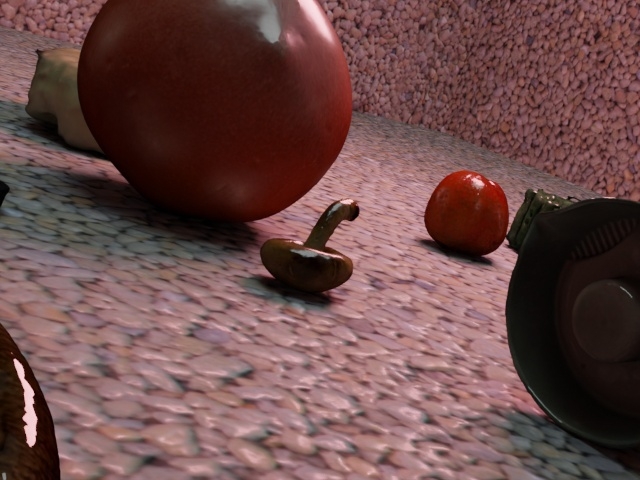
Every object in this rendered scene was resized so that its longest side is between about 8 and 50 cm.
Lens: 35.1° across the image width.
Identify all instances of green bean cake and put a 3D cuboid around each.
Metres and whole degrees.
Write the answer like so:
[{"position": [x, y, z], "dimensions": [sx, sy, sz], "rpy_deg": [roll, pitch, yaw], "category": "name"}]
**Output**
[{"position": [0.418, 0.001, 1.571], "dimensions": [0.208, 0.107, 0.193], "rpy_deg": [14, 11, -19], "category": "green bean cake"}]

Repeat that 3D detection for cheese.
[{"position": [-0.286, -0.195, 1.479], "dimensions": [0.326, 0.115, 0.318], "rpy_deg": [21, 12, 28], "category": "cheese"}]

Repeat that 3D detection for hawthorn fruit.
[{"position": [0.212, -0.038, 1.438], "dimensions": [0.128, 0.128, 0.128], "rpy_deg": [16, 12, -3], "category": "hawthorn fruit"}]

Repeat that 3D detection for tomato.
[{"position": [-0.111, -0.179, 1.148], "dimensions": [0.321, 0.321, 0.321], "rpy_deg": [16, 12, -3], "category": "tomato"}]

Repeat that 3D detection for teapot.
[{"position": [0.357, 0.080, 0.887], "dimensions": [0.344, 0.253, 0.300], "rpy_deg": [-2, 53, -39], "category": "teapot"}]

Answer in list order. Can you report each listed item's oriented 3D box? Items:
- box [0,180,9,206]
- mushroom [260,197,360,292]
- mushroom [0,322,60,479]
[{"position": [-0.384, -0.068, 0.879], "dimensions": [0.201, 0.042, 0.212], "rpy_deg": [23, 6, 2], "category": "box"}, {"position": [0.002, 0.010, 1.004], "dimensions": [0.088, 0.073, 0.129], "rpy_deg": [9, 38, 45], "category": "mushroom"}, {"position": [-0.185, 0.089, 0.304], "dimensions": [0.194, 0.138, 0.231], "rpy_deg": [31, 24, 1], "category": "mushroom"}]
